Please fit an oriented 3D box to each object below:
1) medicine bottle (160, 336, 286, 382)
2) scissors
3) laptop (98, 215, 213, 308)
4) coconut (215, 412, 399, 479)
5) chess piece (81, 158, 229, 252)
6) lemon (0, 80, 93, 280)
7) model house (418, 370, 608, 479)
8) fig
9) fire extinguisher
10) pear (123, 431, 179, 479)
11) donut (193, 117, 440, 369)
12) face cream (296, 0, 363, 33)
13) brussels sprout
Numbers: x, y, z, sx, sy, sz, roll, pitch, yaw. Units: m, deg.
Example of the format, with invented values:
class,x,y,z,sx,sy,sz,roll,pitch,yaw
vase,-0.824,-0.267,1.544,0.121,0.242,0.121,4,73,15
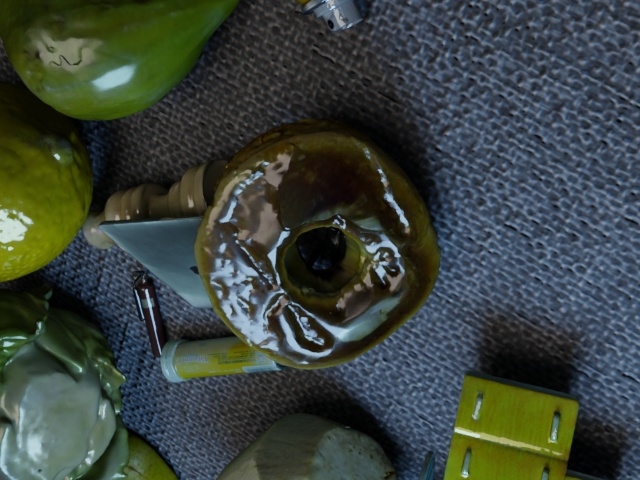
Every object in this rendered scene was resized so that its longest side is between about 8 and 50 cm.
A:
class,x,y,z,sx,sy,sz,roll,pitch,yaw
medicine bottle,-0.157,0.192,1.231,0.218,0.074,0.074,-9,110,26
scissors,0.028,-0.035,1.063,0.109,0.022,0.300,7,116,17
laptop,-0.180,0.039,1.110,0.187,0.015,0.269,-2,148,26
coconut,-0.027,0.436,1.163,0.322,0.323,0.323,10,118,20
chess piece,-0.254,-0.036,1.141,0.307,0.138,0.124,-6,76,31
lemon,-0.512,-0.086,1.116,0.336,0.336,0.336,10,118,20
model house,0.263,0.359,0.962,0.300,0.340,0.324,10,114,18
fig,-0.261,-0.274,0.957,0.314,0.233,0.233,-4,112,32
fire extinguisher,-0.298,0.121,1.286,0.049,0.035,0.173,32,134,55
pear,-0.448,0.541,1.460,0.386,0.191,0.340,33,123,6
donut,0.000,0.000,0.975,0.329,0.160,0.330,-1,118,-1
face cream,-0.048,-0.408,0.867,0.105,0.105,0.349,-22,104,31
brussels sprout,-0.550,0.282,1.299,0.361,0.342,0.426,9,106,46
